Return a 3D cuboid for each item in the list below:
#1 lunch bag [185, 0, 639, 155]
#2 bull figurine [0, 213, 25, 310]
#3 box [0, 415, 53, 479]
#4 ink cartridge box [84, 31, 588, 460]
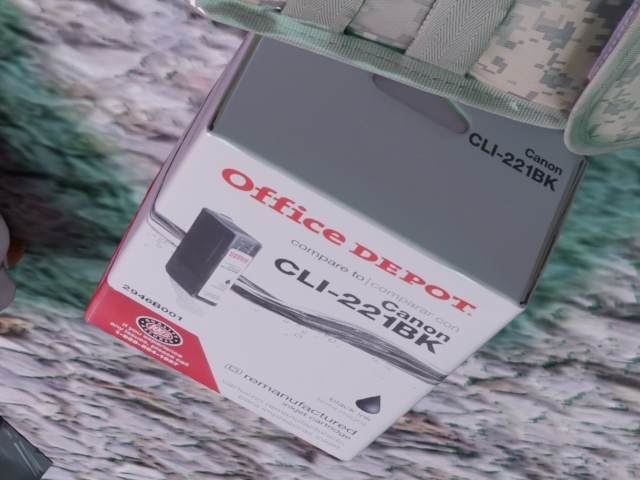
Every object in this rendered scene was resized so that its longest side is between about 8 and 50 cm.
[{"bbox_3d":[0.115,-0.160,0.761,0.287,0.169,0.235,19,147,-5],"label":"lunch bag"},{"bbox_3d":[-0.289,-0.054,1.271,0.188,0.101,0.310,22,150,9],"label":"bull figurine"},{"bbox_3d":[-0.390,0.024,1.320,0.395,0.097,0.318,29,167,48],"label":"box"},{"bbox_3d":[0.000,0.000,1.136,0.197,0.114,0.273,29,149,-7],"label":"ink cartridge box"}]
